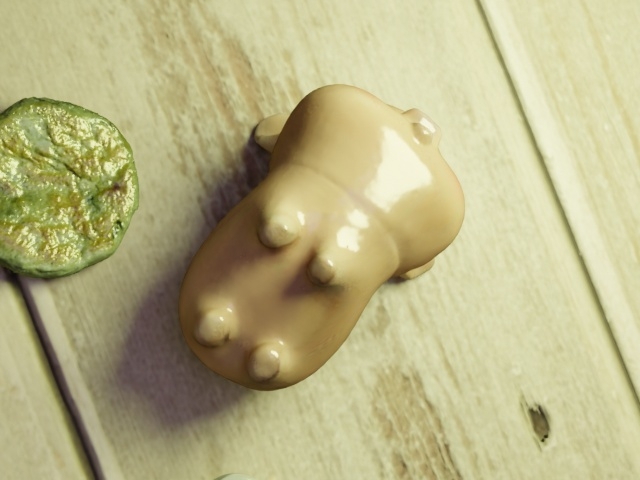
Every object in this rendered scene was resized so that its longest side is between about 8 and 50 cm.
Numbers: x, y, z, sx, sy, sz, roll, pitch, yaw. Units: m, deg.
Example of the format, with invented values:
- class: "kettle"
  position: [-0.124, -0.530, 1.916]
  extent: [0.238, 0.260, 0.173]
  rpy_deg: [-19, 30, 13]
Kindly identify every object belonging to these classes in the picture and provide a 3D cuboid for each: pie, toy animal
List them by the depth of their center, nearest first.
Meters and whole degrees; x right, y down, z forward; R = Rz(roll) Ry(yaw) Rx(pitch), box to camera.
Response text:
- class: "toy animal"
  position: [0.000, 0.000, 1.982]
  extent: [0.237, 0.269, 0.326]
  rpy_deg: [41, 106, -5]
- class: "pie"
  position: [-0.271, -0.052, 1.999]
  extent: [0.187, 0.041, 0.187]
  rpy_deg: [2, 81, -15]

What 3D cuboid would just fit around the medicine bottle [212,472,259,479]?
- class: "medicine bottle"
  position: [-0.086, 0.329, 1.978]
  extent: [0.119, 0.069, 0.183]
  rpy_deg: [26, 77, -13]
